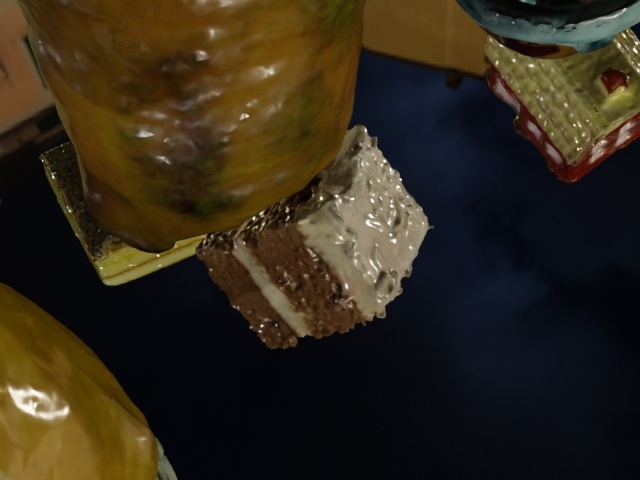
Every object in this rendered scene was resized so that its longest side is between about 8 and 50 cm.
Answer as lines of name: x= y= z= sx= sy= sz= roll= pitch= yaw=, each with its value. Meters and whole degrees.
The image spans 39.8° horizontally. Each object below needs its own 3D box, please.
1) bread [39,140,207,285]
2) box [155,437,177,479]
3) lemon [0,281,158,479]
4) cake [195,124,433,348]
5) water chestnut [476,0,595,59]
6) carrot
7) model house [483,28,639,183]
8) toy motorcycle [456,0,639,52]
bread: x=-0.290 y=-0.059 z=1.333 sx=0.184 sy=0.110 sz=0.234 roll=-24 pitch=-121 yaw=-18
box: x=-0.226 y=0.333 z=0.585 sx=0.373 sy=0.090 sz=0.367 roll=-35 pitch=-137 yaw=-2
lemon: x=-0.191 y=0.112 z=0.342 sx=0.233 sy=0.288 sz=0.233 roll=-20 pitch=-120 yaw=39
cake: x=0.000 y=0.000 z=0.745 sx=0.147 sy=0.134 sz=0.135 roll=-14 pitch=-148 yaw=35
water chestnut: x=0.210 y=-0.271 z=0.648 sx=0.289 sy=0.289 sz=0.244 roll=-8 pitch=-148 yaw=-1
carrot: x=-0.086 y=-0.171 z=0.604 sx=0.242 sy=0.340 sz=0.241 roll=1 pitch=-130 yaw=-2
model house: x=0.309 y=-0.201 z=1.060 sx=0.160 sy=0.254 sz=0.196 roll=-33 pitch=-101 yaw=5
toy motorcycle: x=0.151 y=-0.183 z=0.328 sx=0.260 sy=0.154 sz=0.206 roll=-19 pitch=-115 yaw=3
